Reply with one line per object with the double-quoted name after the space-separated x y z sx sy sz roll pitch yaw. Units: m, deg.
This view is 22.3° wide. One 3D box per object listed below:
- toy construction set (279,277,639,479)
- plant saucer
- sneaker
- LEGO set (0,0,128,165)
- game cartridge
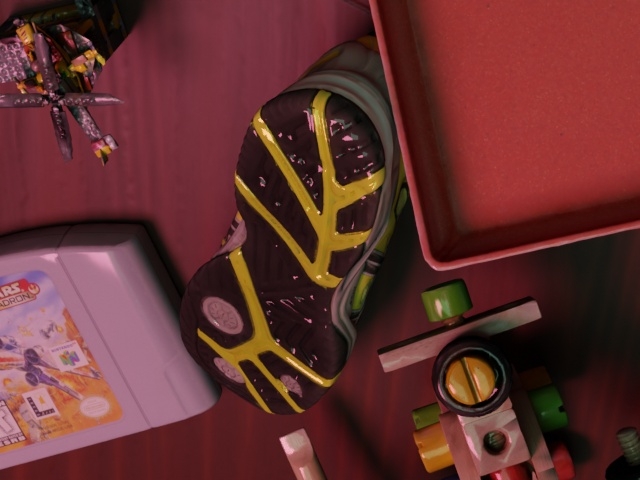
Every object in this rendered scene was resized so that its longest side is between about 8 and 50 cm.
0.096 0.145 1.276 0.309 0.257 0.237 -19 101 28 "toy construction set"
0.173 -0.129 1.101 0.258 0.048 0.259 -13 83 8 "plant saucer"
0.000 0.000 1.257 0.145 0.147 0.385 35 140 6 "sneaker"
-0.304 -0.173 1.199 0.331 0.192 0.255 -3 117 14 "LEGO set"
-0.256 0.094 1.413 0.297 0.062 0.198 -17 117 21 "game cartridge"
